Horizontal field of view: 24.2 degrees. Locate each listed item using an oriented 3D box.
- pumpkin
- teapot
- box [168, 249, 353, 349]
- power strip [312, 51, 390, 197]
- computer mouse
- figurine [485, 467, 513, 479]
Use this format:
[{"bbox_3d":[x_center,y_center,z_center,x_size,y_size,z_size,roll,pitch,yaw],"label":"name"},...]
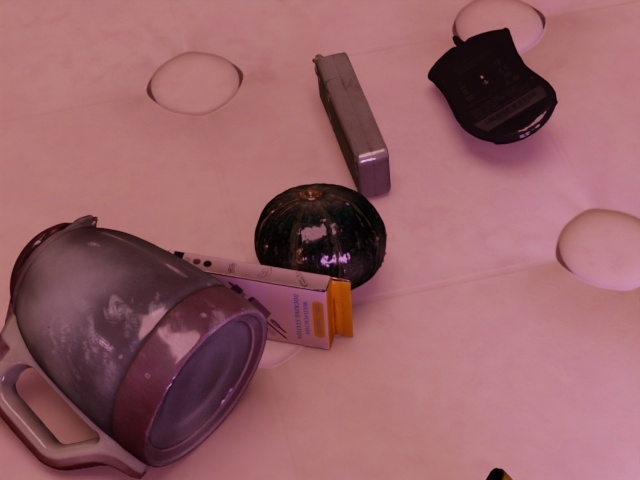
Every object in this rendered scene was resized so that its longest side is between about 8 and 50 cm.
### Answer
[{"bbox_3d":[0.000,0.000,2.013,0.190,0.146,0.190,-3,37,2],"label":"pumpkin"},{"bbox_3d":[-0.275,0.138,1.867,0.312,0.233,0.315,34,94,22],"label":"teapot"},{"bbox_3d":[-0.081,0.080,1.964,0.247,0.129,0.033,9,50,12],"label":"box"},{"bbox_3d":[0.040,-0.190,2.224,0.053,0.093,0.288,-15,50,-5],"label":"power strip"},{"bbox_3d":[0.260,-0.219,2.242,0.147,0.088,0.264,-27,50,2],"label":"computer mouse"},{"bbox_3d":[0.201,0.440,1.574,0.169,0.218,0.327,11,61,40],"label":"figurine"}]
